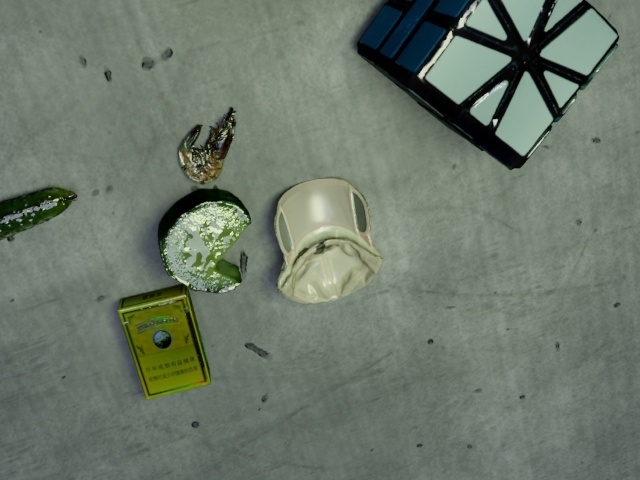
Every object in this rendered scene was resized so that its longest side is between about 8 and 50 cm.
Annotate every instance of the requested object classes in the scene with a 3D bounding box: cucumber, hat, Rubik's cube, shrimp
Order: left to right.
[{"bbox_3d":[-0.561,-0.047,1.275,0.227,0.069,0.069,-21,113,-7],"label":"cucumber"},{"bbox_3d":[-0.226,-0.005,1.328,0.191,0.130,0.191,-5,109,-16],"label":"cucumber"},{"bbox_3d":[-0.212,-0.184,1.303,0.091,0.034,0.161,23,106,-18],"label":"shrimp"},{"bbox_3d":[0.000,0.000,1.396,0.219,0.164,0.226,-12,74,-6],"label":"hat"},{"bbox_3d":[0.278,-0.337,1.189,0.293,0.283,0.289,29,103,-26],"label":"Rubik's cube"}]

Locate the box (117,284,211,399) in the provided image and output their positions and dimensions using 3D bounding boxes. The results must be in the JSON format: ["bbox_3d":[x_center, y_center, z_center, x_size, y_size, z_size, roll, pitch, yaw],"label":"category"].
[{"bbox_3d":[-0.319,0.210,1.420,0.140,0.064,0.220,-12,111,-5],"label":"box"}]
